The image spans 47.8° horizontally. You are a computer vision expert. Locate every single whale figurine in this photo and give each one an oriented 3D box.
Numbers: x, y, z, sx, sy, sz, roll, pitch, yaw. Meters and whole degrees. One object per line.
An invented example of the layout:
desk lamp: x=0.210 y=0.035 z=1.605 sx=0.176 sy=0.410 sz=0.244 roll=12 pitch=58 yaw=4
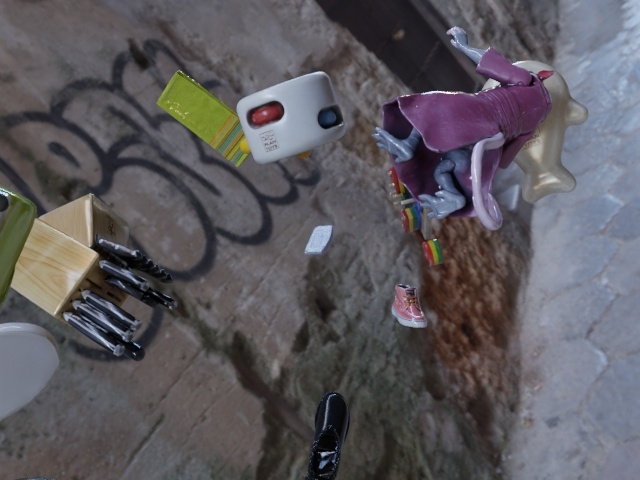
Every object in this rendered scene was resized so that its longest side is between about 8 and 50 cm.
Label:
whale figurine: x=0.419 y=-0.213 z=1.425 sx=0.216 sy=0.272 sz=0.141 roll=-19 pitch=-5 yaw=23

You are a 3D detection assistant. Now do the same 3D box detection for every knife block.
knife block: x=-0.326 y=0.074 z=0.945 sx=0.275 sy=0.088 sz=0.242 roll=-21 pitch=55 yaw=13

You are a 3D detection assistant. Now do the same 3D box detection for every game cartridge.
game cartridge: x=0.000 y=0.000 z=1.682 sx=0.056 sy=0.017 sz=0.083 roll=-4 pitch=46 yaw=34

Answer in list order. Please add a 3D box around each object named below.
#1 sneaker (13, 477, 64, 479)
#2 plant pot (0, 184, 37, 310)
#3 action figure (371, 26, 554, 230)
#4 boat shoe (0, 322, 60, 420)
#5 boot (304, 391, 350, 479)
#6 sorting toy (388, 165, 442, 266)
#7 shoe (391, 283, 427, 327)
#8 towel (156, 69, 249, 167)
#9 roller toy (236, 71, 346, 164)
sneaker: x=-0.179 y=0.347 z=0.676 sx=0.124 sy=0.295 sz=0.178 roll=-39 pitch=30 yaw=52
plant pot: x=-0.347 y=0.041 z=0.510 sx=0.207 sy=0.227 sz=0.228 roll=-39 pitch=32 yaw=44
action figure: x=0.280 y=-0.210 z=1.197 sx=0.370 sy=0.248 sz=0.275 roll=-32 pitch=27 yaw=-23
boat shoe: x=-0.503 y=0.181 z=0.923 sx=0.340 sy=0.127 sz=0.158 roll=-25 pitch=26 yaw=-12
boot: x=0.009 y=0.236 z=0.858 sx=0.099 sy=0.045 sz=0.121 roll=87 pitch=-166 yaw=-70
sorting toy: x=0.156 y=-0.091 z=1.309 sx=0.046 sy=0.275 sz=0.132 roll=-16 pitch=-31 yaw=-1
shoe: x=0.227 y=0.165 z=1.852 sx=0.178 sy=0.063 sz=0.081 roll=-142 pitch=56 yaw=-75
towel: x=-0.251 y=-0.272 z=1.628 sx=0.102 sy=0.237 sz=0.021 roll=-50 pitch=8 yaw=23
roller toy: x=-0.056 y=-0.228 z=1.398 sx=0.209 sy=0.146 sz=0.191 roll=-21 pitch=9 yaw=-10
